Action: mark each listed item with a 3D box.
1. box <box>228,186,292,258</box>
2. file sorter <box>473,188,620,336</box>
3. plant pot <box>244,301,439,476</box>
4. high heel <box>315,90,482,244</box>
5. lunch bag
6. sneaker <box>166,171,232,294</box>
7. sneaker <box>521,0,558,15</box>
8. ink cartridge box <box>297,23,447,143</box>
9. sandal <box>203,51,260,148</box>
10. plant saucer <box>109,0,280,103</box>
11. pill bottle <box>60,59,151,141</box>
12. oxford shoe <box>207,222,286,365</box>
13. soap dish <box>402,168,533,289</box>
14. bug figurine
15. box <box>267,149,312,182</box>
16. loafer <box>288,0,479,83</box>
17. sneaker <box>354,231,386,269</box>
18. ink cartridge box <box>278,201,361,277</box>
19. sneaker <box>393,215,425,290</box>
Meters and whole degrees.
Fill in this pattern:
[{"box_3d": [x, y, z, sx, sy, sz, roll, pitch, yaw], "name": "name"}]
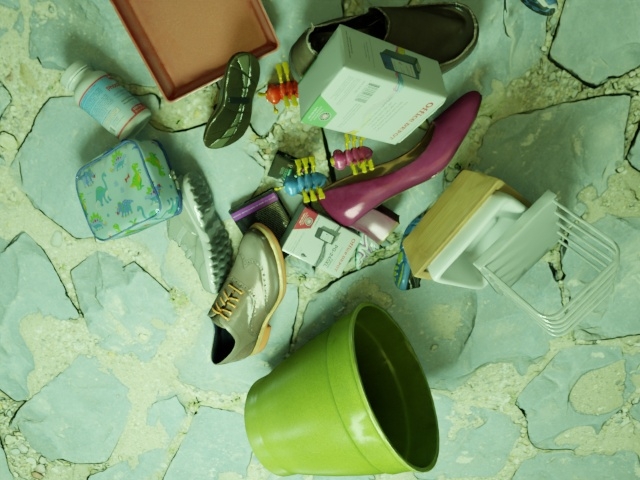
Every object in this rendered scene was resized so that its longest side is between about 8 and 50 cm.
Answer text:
[{"box_3d": [-0.119, -0.026, 1.050, 0.116, 0.029, 0.162, -25, 108, 10], "name": "box"}, {"box_3d": [0.463, 0.065, 0.917, 0.193, 0.173, 0.278, -47, 147, 8], "name": "file sorter"}, {"box_3d": [0.027, 0.378, 1.063, 0.353, 0.366, 0.366, -28, 109, 24], "name": "plant pot"}, {"box_3d": [0.156, -0.177, 0.944, 0.181, 0.127, 0.377, 34, 103, -5], "name": "high heel"}, {"box_3d": [-0.398, -0.106, 0.950, 0.219, 0.090, 0.175, -20, 92, 27], "name": "lunch bag"}, {"box_3d": [-0.283, -0.011, 1.035, 0.116, 0.105, 0.281, -9, 104, 19], "name": "sneaker"}, {"box_3d": [0.378, -0.507, 0.832, 0.081, 0.080, 0.211, -38, 107, 17], "name": "sneaker"}, {"box_3d": [0.088, -0.261, 0.808, 0.213, 0.093, 0.154, 7, 155, -27], "name": "ink cartridge box"}, {"box_3d": [-0.184, -0.282, 0.925, 0.090, 0.060, 0.219, -7, 137, -34], "name": "sandal"}, {"box_3d": [-0.244, -0.438, 0.882, 0.259, 0.047, 0.258, -23, 109, 10], "name": "plant saucer"}, {"box_3d": [-0.431, -0.281, 0.923, 0.160, 0.087, 0.087, 42, 106, -15], "name": "pill bottle"}, {"box_3d": [-0.172, 0.135, 1.023, 0.130, 0.133, 0.363, 28, 121, 31], "name": "oxford shoe"}, {"box_3d": [0.313, -0.015, 0.937, 0.291, 0.118, 0.228, 12, 120, -51], "name": "soap dish"}, {"box_3d": [-0.004, -0.218, 0.927, 0.217, 0.072, 0.278, -10, 88, -6], "name": "bug figurine"}, {"box_3d": [-0.065, -0.151, 0.983, 0.084, 0.062, 0.052, 22, 109, -8], "name": "box"}, {"box_3d": [0.126, -0.356, 0.838, 0.367, 0.130, 0.133, -15, 95, -4], "name": "loafer"}, {"box_3d": [0.117, 0.025, 1.062, 0.069, 0.038, 0.098, 6, 112, -1], "name": "sneaker"}, {"box_3d": [0.000, 0.000, 1.021, 0.151, 0.063, 0.109, 27, 96, -17], "name": "ink cartridge box"}, {"box_3d": [0.227, 0.029, 1.058, 0.078, 0.067, 0.188, 5, 111, -24], "name": "sneaker"}]
